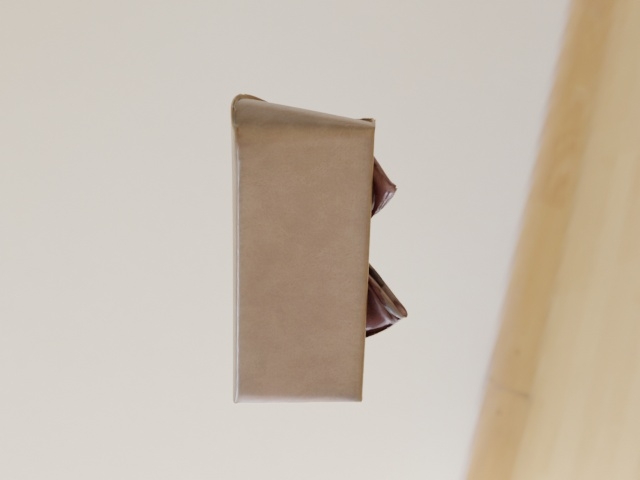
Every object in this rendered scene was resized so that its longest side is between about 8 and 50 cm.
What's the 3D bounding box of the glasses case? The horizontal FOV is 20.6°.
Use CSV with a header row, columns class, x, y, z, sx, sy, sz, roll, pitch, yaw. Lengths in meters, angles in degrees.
class,x,y,z,sx,sy,sz,roll,pitch,yaw
glasses case,0.000,0.000,1.005,0.070,0.102,0.193,-94,5,-57
